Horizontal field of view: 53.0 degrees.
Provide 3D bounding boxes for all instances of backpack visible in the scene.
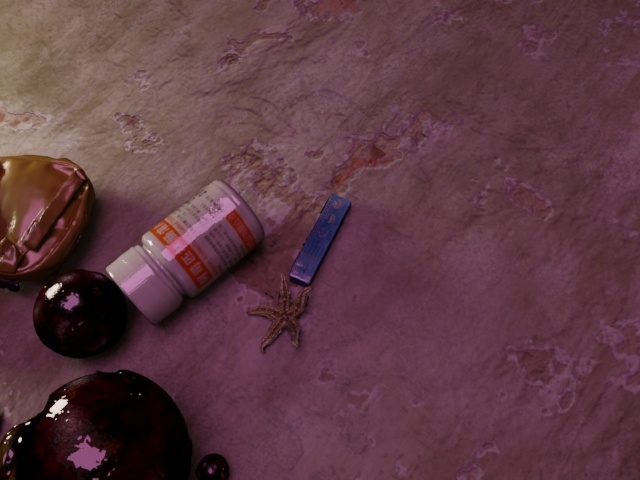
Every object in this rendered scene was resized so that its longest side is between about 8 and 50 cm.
[{"bbox_3d":[-0.798,-0.059,1.736,0.353,0.201,0.378,12,63,8],"label":"backpack"}]

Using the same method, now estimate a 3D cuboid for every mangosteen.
[{"bbox_3d":[-0.601,0.169,1.615,0.228,0.228,0.265,-23,32,-7],"label":"mangosteen"},{"bbox_3d":[-0.474,0.477,1.379,0.421,0.381,0.381,-32,58,32],"label":"mangosteen"},{"bbox_3d":[-0.250,0.531,1.474,0.081,0.081,0.081,-2,64,3],"label":"mangosteen"}]

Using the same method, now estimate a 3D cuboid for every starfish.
[{"bbox_3d":[-0.111,0.190,1.646,0.176,0.053,0.208,9,70,19],"label":"starfish"}]

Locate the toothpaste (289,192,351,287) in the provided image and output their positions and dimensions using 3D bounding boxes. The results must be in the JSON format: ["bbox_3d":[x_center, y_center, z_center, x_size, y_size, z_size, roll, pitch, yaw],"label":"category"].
[{"bbox_3d":[0.000,0.000,1.735,0.066,0.053,0.272,23,67,10],"label":"toothpaste"}]

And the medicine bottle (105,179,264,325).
[{"bbox_3d":[-0.343,0.029,1.655,0.371,0.211,0.211,-41,68,-16],"label":"medicine bottle"}]
